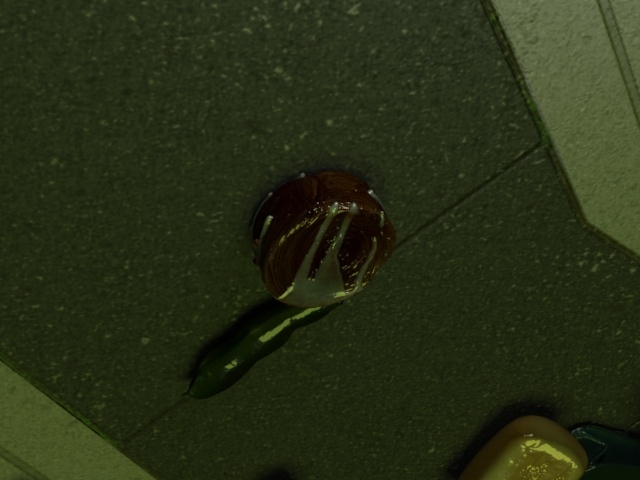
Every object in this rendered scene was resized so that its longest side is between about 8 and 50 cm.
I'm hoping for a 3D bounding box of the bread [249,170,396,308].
[{"bbox_3d":[0.000,0.000,1.218,0.160,0.073,0.160,-14,137,-13],"label":"bread"}]

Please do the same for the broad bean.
[{"bbox_3d":[-0.070,0.117,1.326,0.254,0.046,0.065,-35,148,13],"label":"broad bean"}]

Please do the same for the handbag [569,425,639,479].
[{"bbox_3d":[0.398,0.439,1.805,0.238,0.089,0.326,19,123,-35],"label":"handbag"}]

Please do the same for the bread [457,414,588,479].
[{"bbox_3d":[0.296,0.348,1.659,0.147,0.098,0.217,29,117,-16],"label":"bread"}]
